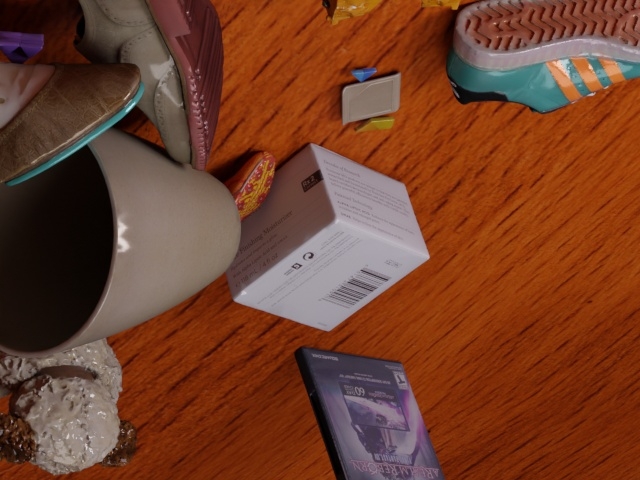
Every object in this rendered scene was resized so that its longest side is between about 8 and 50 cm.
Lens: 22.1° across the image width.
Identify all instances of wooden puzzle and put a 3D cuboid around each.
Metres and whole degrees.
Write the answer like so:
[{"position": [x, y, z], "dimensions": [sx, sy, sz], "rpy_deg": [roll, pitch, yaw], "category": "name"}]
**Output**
[{"position": [0.057, -0.162, 1.861], "dimensions": [0.078, 0.014, 0.116], "rpy_deg": [-14, 148, -16], "category": "wooden puzzle"}]

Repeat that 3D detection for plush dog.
[{"position": [-0.316, 0.178, 1.982], "dimensions": [0.262, 0.225, 0.210], "rpy_deg": [8, 139, -36], "category": "plush dog"}]

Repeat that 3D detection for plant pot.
[{"position": [-0.219, -0.013, 1.763], "dimensions": [0.256, 0.256, 0.274], "rpy_deg": [-40, 159, 30], "category": "plant pot"}]

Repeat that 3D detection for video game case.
[{"position": [0.080, 0.278, 2.291], "dimensions": [0.196, 0.274, 0.026], "rpy_deg": [12, 135, -39], "category": "video game case"}]

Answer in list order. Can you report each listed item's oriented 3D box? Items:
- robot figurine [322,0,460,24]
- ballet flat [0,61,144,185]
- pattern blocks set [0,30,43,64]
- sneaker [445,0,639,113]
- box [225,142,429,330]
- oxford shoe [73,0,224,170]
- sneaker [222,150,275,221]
[{"position": [0.085, -0.328, 1.557], "dimensions": [0.211, 0.085, 0.291], "rpy_deg": [-9, 147, -15], "category": "robot figurine"}, {"position": [-0.330, -0.098, 1.572], "dimensions": [0.342, 0.116, 0.124], "rpy_deg": [-31, 114, 26], "category": "ballet flat"}, {"position": [-0.401, -0.221, 1.474], "dimensions": [0.325, 0.026, 0.285], "rpy_deg": [10, 147, -27], "category": "pattern blocks set"}, {"position": [0.285, -0.209, 1.829], "dimensions": [0.302, 0.108, 0.121], "rpy_deg": [-3, 146, -10], "category": "sneaker"}, {"position": [0.000, 0.000, 1.976], "dimensions": [0.181, 0.119, 0.182], "rpy_deg": [-38, 143, 28], "category": "box"}, {"position": [-0.173, -0.196, 1.620], "dimensions": [0.130, 0.123, 0.348], "rpy_deg": [2, 143, 8], "category": "oxford shoe"}, {"position": [-0.117, -0.041, 1.913], "dimensions": [0.175, 0.067, 0.064], "rpy_deg": [-51, 157, 17], "category": "sneaker"}]
